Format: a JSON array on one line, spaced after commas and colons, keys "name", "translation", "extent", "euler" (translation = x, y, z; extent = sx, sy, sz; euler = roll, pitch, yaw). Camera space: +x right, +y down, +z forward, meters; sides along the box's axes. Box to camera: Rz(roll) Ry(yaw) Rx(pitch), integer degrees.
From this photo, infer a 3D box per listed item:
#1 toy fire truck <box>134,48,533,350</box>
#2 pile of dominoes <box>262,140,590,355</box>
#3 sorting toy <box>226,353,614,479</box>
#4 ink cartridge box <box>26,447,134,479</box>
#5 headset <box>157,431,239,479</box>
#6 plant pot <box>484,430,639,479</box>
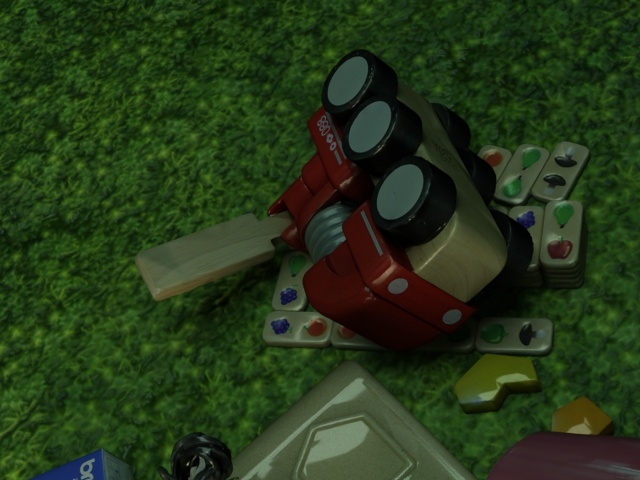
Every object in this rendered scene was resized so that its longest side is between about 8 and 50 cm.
[{"name": "toy fire truck", "translation": [0.000, 0.000, 1.000], "extent": [0.246, 0.158, 0.217], "euler": [-45, 39, 21]}, {"name": "pile of dominoes", "translation": [0.084, -0.006, 1.045], "extent": [0.251, 0.040, 0.196], "euler": [0, 58, 20]}, {"name": "sorting toy", "translation": [0.044, 0.182, 0.931], "extent": [0.307, 0.041, 0.229], "euler": [-41, 53, -9]}, {"name": "ink cartridge box", "translation": [-0.177, 0.263, 0.945], "extent": [0.097, 0.046, 0.207], "euler": [-25, 52, 15]}, {"name": "headset", "translation": [-0.002, 0.290, 0.765], "extent": [0.243, 0.185, 0.394], "euler": [-9, 56, -34]}, {"name": "plant pot", "translation": [0.194, 0.199, 0.784], "extent": [0.180, 0.201, 0.201], "euler": [14, 62, 44]}]
